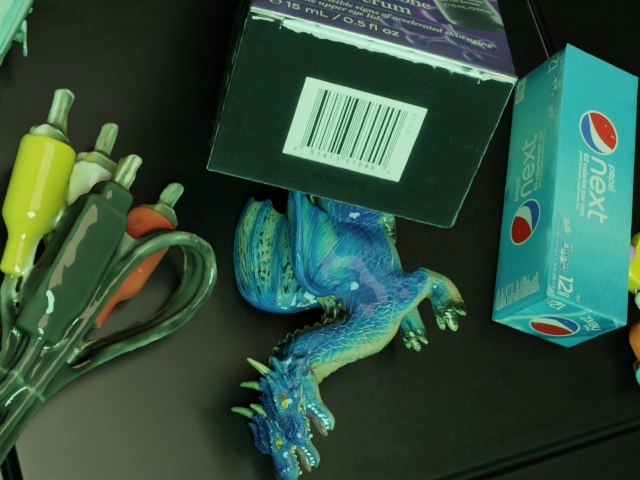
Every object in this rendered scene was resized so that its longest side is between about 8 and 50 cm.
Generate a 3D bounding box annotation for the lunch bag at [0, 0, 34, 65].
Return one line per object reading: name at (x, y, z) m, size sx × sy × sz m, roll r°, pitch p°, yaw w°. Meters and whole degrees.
lunch bag at (-0.280, -0.193, 0.634) m, size 0.279 × 0.108 × 0.224 m, roll 28°, pitch 57°, yaw -17°

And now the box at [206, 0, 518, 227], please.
box at (0.022, -0.121, 0.704) m, size 0.153 × 0.108 × 0.207 m, roll 13°, pitch 36°, yaw -10°

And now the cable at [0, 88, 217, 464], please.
cable at (-0.162, 0.061, 0.647) m, size 0.139 × 0.072 × 0.287 m, roll 40°, pitch 68°, yaw -29°

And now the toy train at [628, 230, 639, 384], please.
toy train at (0.276, 0.044, 0.879) m, size 0.166 × 0.046 × 0.125 m, roll -30°, pitch 88°, yaw -30°

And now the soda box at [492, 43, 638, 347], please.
soda box at (0.182, -0.034, 0.843) m, size 0.071 × 0.067 × 0.210 m, roll 21°, pitch 63°, yaw -21°

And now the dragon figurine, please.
dragon figurine at (0.000, 0.000, 0.721) m, size 0.144 × 0.085 × 0.289 m, roll 0°, pitch 71°, yaw -28°
